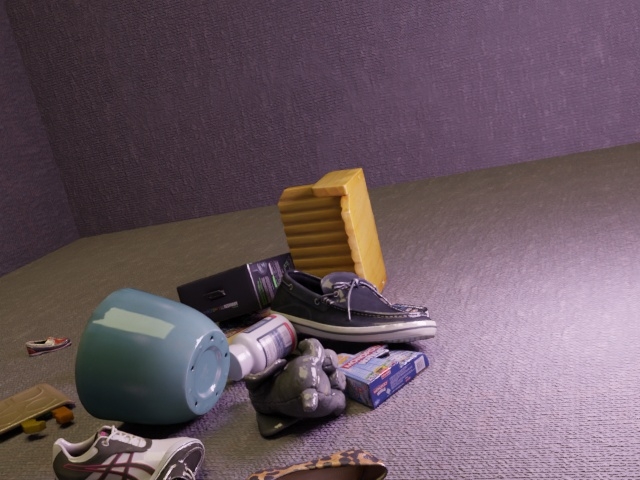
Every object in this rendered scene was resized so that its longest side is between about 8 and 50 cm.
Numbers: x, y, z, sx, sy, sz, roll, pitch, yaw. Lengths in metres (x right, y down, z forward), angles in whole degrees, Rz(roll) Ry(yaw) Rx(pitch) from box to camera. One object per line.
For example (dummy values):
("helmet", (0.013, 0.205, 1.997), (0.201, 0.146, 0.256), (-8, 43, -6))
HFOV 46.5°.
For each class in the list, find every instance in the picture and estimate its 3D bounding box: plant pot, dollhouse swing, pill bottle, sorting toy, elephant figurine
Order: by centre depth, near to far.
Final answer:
("elephant figurine", (-0.080, 0.307, 1.485), (0.239, 0.186, 0.170), (-20, 54, 22))
("plant pot", (-0.339, 0.264, 1.610), (0.235, 0.293, 0.293), (8, 21, 21))
("pill bottle", (-0.151, 0.258, 1.779), (0.107, 0.108, 0.180), (-1, 19, 44))
("sorting toy", (-0.725, 0.431, 1.823), (0.229, 0.041, 0.307), (-18, 13, -34))
("dollhouse swing", (0.000, 0.000, 2.154), (0.304, 0.347, 0.315), (-9, 14, 18))

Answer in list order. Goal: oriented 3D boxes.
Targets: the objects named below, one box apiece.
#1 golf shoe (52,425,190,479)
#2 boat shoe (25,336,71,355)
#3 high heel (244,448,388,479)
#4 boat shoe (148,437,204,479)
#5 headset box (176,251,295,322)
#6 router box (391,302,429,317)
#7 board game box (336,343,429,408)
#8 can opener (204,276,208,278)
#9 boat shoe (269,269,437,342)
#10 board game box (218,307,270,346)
("golf shoe", (-0.363, 0.403, 1.386), (0.272, 0.120, 0.105), (-14, 12, -6))
("boat shoe", (-0.861, 0.327, 2.357), (0.136, 0.043, 0.049), (-14, 11, -4))
("high heel", (-0.018, 0.388, 1.131), (0.186, 0.093, 0.261), (-14, 3, 29))
("boat shoe", (-0.253, 0.425, 1.286), (0.070, 0.078, 0.219), (-7, 23, 29))
("headset box", (-0.229, 0.142, 2.103), (0.246, 0.131, 0.283), (-18, -1, 25))
("router box", (0.194, 0.193, 1.841), (0.092, 0.038, 0.122), (-26, 18, -39))
("board game box", (0.094, 0.271, 1.578), (0.194, 0.060, 0.194), (1, 20, 44))
("can opener", (-0.352, 0.171, 2.382), (0.093, 0.074, 0.280), (3, 8, -13))
("boat shoe", (0.062, 0.154, 1.779), (0.186, 0.156, 0.500), (7, -1, -42))
("board game box", (-0.179, 0.247, 1.993), (0.164, 0.042, 0.243), (-16, 14, -9))
